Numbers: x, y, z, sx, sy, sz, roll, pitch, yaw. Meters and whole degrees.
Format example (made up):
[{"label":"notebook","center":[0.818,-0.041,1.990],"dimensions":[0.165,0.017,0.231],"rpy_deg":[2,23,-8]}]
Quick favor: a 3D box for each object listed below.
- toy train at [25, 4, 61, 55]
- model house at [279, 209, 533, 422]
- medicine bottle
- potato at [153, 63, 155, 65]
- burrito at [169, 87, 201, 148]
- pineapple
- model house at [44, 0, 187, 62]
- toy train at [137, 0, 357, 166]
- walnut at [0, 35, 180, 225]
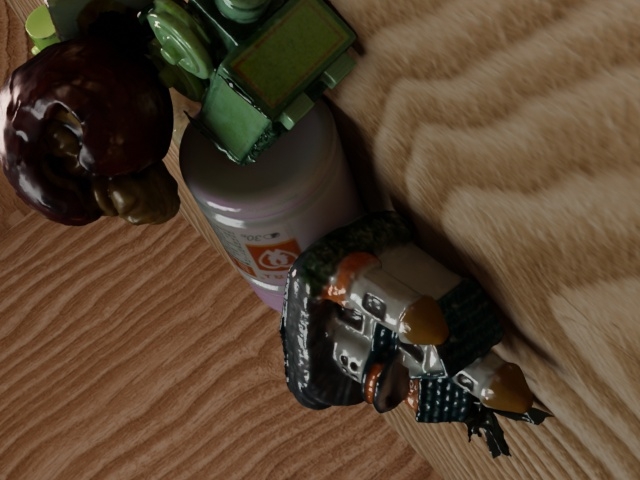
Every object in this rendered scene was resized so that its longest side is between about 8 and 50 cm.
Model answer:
[{"label":"toy train","center":[-0.578,-0.463,2.057],"dimensions":[0.105,0.157,0.253],"rpy_deg":[49,170,3]},{"label":"model house","center":[0.119,0.145,1.160],"dimensions":[0.300,0.190,0.272],"rpy_deg":[31,132,34]},{"label":"medicine bottle","center":[-0.047,-0.047,1.236],"dimensions":[0.202,0.202,0.316],"rpy_deg":[43,167,30]},{"label":"potato","center":[-0.230,-0.301,1.428],"dimensions":[0.170,0.080,0.107],"rpy_deg":[51,157,-6]},{"label":"burrito","center":[-0.234,-0.203,1.738],"dimensions":[0.175,0.107,0.347],"rpy_deg":[37,-178,-43]},{"label":"pineapple","center":[0.172,0.197,1.391],"dimensions":[0.364,0.165,0.166],"rpy_deg":[22,151,56]},{"label":"model house","center":[-0.238,-0.357,1.093],"dimensions":[0.268,0.173,0.239],"rpy_deg":[147,120,-75]},{"label":"toy train","center":[-0.080,-0.199,0.980],"dimensions":[0.188,0.159,0.271],"rpy_deg":[45,166,-4]},{"label":"walnut","center":[-0.263,-0.107,1.071],"dimensions":[0.244,0.221,0.269],"rpy_deg":[55,-173,-19]}]
